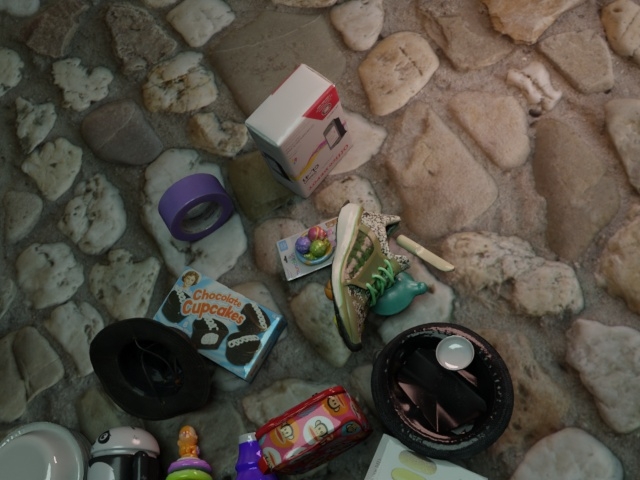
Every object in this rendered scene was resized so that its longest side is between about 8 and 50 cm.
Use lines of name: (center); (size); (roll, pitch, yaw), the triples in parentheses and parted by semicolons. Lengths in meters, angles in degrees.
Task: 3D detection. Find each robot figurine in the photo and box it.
robot figurine: (-0.476, 0.587, 1.788); (0.209, 0.173, 0.278); (-8, 63, 12)

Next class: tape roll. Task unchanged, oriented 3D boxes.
tape roll: (-0.343, -0.090, 2.048); (0.189, 0.189, 0.080); (-35, 62, -2)

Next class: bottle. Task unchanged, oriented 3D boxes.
bottle: (-0.147, 0.597, 1.746); (0.118, 0.092, 0.283); (-14, 64, 8)

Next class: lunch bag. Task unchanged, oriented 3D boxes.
lunch bag: (-0.024, 0.443, 1.672); (0.258, 0.293, 0.120); (-31, 67, -1)

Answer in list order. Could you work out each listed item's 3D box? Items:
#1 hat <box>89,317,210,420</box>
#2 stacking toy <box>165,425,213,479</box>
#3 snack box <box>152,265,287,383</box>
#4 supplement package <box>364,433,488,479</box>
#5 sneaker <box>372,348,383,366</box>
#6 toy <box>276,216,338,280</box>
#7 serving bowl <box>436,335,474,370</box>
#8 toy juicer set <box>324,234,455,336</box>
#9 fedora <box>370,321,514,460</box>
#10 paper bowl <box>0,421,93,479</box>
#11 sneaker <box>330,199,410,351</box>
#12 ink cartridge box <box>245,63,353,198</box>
hat: (-0.415, 0.300, 1.907); (0.331, 0.331, 0.134); (2, 28, 16)
stacking toy: (-0.316, 0.583, 1.783); (0.165, 0.175, 0.302); (-12, 50, 9)
snack box: (-0.270, 0.217, 1.964); (0.322, 0.060, 0.187); (25, 74, 23)
supplement package: (0.232, 0.545, 1.646); (0.244, 0.134, 0.139); (18, 72, 21)
sneaker: (0.158, 0.337, 1.791); (0.065, 0.076, 0.166); (-14, 64, 7)
toy: (0.000, 0.000, 1.986); (0.237, 0.056, 0.137); (-20, 52, 2)
serving bowl: (0.298, 0.253, 1.652); (0.083, 0.027, 0.083); (-7, 55, 11)
toy juicer set: (0.162, 0.102, 1.900); (0.329, 0.089, 0.209); (-30, 45, 4)
fedora: (0.279, 0.355, 1.699); (0.334, 0.152, 0.334); (-8, 55, 11)
paper bowl: (-0.713, 0.596, 1.865); (0.284, 0.148, 0.284); (-6, 64, 13)
sneaker: (0.124, 0.073, 1.794); (0.182, 0.158, 0.410); (-1, 56, 10)
ink cartridge box: (-0.047, -0.283, 1.990); (0.131, 0.306, 0.226); (36, 80, 25)
